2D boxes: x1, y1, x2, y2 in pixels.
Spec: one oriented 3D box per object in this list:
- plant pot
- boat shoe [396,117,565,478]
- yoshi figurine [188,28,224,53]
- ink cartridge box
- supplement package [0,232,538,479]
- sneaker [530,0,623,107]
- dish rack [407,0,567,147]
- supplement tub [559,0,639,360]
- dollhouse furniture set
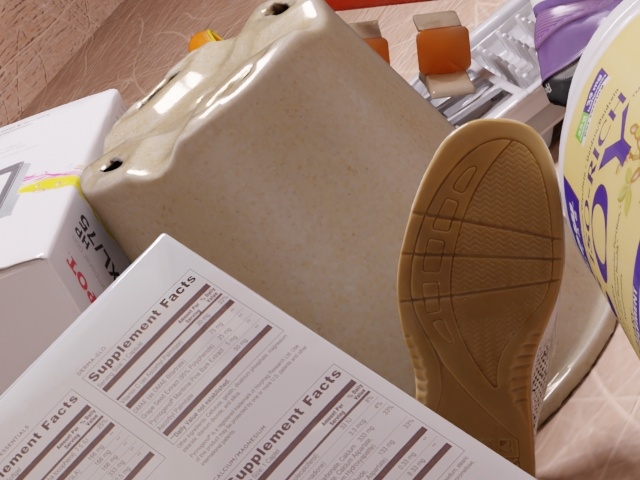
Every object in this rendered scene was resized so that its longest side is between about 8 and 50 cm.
[{"bbox_3d":[0.000,0.000,1.372,0.334,0.305,0.334,-37,17,13],"label":"plant pot"},{"bbox_3d":[0.100,0.048,1.163,0.098,0.277,0.096,6,21,8],"label":"boat shoe"},{"bbox_3d":[-0.229,-0.091,2.292,0.362,0.203,0.203,-40,23,12],"label":"yoshi figurine"},{"bbox_3d":[-0.224,0.051,1.442,0.197,0.198,0.270,-18,27,16],"label":"ink cartridge box"},{"bbox_3d":[-0.034,0.174,0.989,0.263,0.199,0.198,32,67,29],"label":"supplement package"},{"bbox_3d":[0.315,-0.170,1.525,0.283,0.124,0.107,-9,-12,27],"label":"sneaker"},{"bbox_3d":[0.233,-0.186,1.744,0.333,0.072,0.285,-40,16,2],"label":"dish rack"},{"bbox_3d":[0.259,-0.022,0.991,0.241,0.241,0.331,-38,17,9],"label":"supplement tub"},{"bbox_3d":[0.118,-0.256,1.657,0.259,0.262,0.135,-8,20,-3],"label":"dollhouse furniture set"}]
